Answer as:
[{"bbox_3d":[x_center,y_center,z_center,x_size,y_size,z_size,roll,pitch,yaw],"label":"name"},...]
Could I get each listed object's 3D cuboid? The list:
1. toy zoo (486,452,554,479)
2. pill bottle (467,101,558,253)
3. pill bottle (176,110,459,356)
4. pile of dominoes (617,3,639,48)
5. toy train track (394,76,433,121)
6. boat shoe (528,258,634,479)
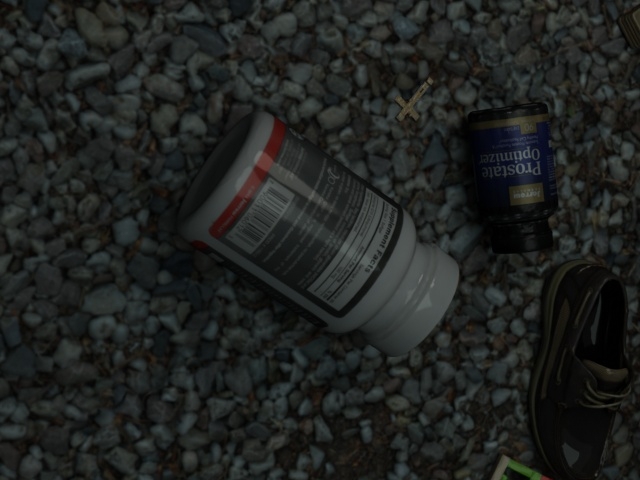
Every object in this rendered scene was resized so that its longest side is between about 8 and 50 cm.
[{"bbox_3d":[0.372,0.484,1.778,0.293,0.030,0.192,26,84,0],"label":"toy zoo"},{"bbox_3d":[0.295,-0.094,1.724,0.123,0.123,0.219,-9,95,-18],"label":"pill bottle"},{"bbox_3d":[0.000,0.000,1.583,0.363,0.210,0.210,34,82,-17],"label":"pill bottle"},{"bbox_3d":[0.588,-0.410,1.867,0.251,0.040,0.196,-36,102,-22],"label":"pile of dominoes"},{"bbox_3d":[0.144,-0.215,1.725,0.048,0.014,0.083,42,79,-16],"label":"toy train track"},{"bbox_3d":[0.410,0.208,1.771,0.132,0.130,0.355,-2,93,-18],"label":"boat shoe"}]
